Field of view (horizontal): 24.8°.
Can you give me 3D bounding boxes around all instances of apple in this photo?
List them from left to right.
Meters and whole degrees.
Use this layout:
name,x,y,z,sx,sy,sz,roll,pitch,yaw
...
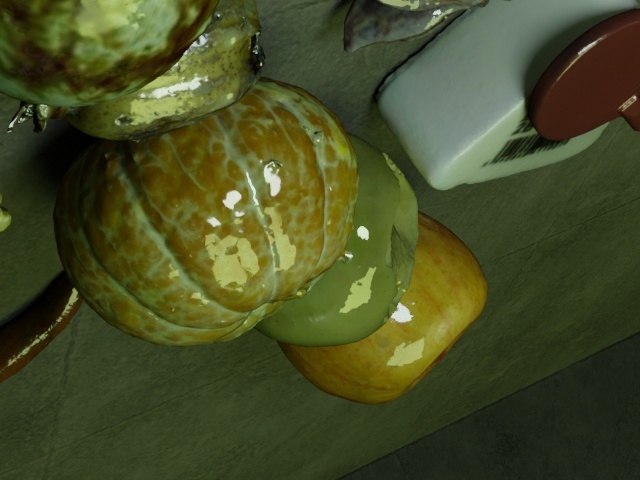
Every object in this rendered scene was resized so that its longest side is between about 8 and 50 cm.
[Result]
name,x,y,z,sx,sy,sz,roll,pitch,yaw
apple,0.000,0.000,1.774,0.279,0.279,0.279,-28,159,-12
apple,0.070,0.079,2.055,0.299,0.275,0.299,-41,165,-14

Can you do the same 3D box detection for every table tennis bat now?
name,x,y,z,sx,sy,sz,roll,pitch,yaw
table tennis bat,0.353,-0.185,1.758,0.200,0.038,0.310,-41,156,14

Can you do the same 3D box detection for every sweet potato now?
name,x,y,z,sx,sy,sz,roll,pitch,yaw
sweet potato,-0.361,0.115,1.802,0.264,0.057,0.057,-41,158,11

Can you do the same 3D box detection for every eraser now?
name,x,y,z,sx,sy,sz,roll,pitch,yaw
eraser,0.229,-0.188,1.823,0.331,0.150,0.331,-27,159,-11

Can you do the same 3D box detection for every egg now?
name,x,y,z,sx,sy,sz,roll,pitch,yaw
egg,-0.172,-0.233,1.027,0.238,0.238,0.289,-8,138,-48

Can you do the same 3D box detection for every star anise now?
name,x,y,z,sx,sy,sz,roll,pitch,yaw
star anise,0.127,-0.284,1.531,0.258,0.110,0.198,-18,171,-17

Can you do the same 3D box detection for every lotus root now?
name,x,y,z,sx,sy,sz,roll,pitch,yaw
lotus root,-0.176,-0.163,1.316,0.278,0.154,0.154,-23,158,-27

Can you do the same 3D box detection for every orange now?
name,x,y,z,sx,sy,sz,roll,pitch,yaw
orange,-0.113,-0.029,1.514,0.329,0.249,0.329,-33,177,-2

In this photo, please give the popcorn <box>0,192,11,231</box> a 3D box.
name,x,y,z,sx,sy,sz,roll,pitch,yaw
popcorn,-0.349,-0.054,1.264,0.156,0.197,0.197,-23,158,-29
